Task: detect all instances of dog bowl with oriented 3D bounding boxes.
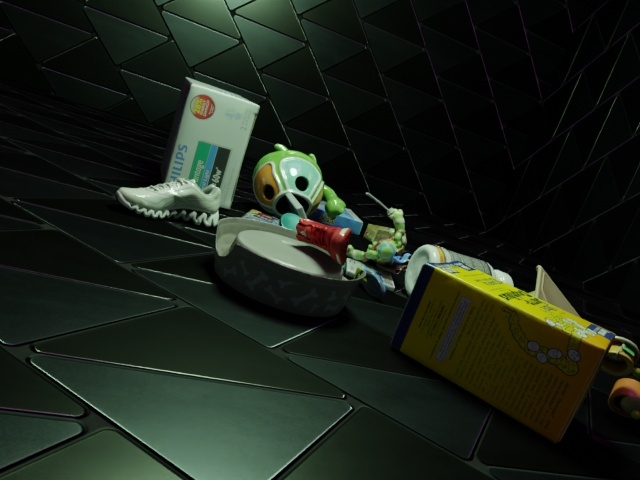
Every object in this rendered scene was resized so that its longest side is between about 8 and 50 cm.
[{"bbox_3d":[-0.078,0.058,1.267,0.349,0.102,0.349,20,12,-4],"label":"dog bowl"}]

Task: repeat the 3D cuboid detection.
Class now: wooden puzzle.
[{"bbox_3d":[0.667,0.210,1.596,0.221,0.044,0.238,50,32,-10],"label":"wooden puzzle"}]

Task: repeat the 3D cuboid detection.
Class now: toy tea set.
[{"bbox_3d":[0.562,0.282,1.230,0.336,0.200,0.124,24,46,18],"label":"toy tea set"}]

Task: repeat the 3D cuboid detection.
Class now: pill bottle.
[{"bbox_3d":[0.396,0.121,1.612,0.279,0.162,0.162,16,12,-17],"label":"pill bottle"}]

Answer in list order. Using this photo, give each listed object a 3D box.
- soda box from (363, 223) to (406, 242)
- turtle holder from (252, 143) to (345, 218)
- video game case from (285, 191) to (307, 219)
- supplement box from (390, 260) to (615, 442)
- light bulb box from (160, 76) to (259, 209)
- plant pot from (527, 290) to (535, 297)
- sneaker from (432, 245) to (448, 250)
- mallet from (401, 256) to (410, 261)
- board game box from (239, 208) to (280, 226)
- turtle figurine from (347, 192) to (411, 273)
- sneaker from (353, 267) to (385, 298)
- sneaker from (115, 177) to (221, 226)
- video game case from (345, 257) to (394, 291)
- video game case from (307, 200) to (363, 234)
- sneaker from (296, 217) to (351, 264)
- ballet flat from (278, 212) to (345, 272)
[{"bbox_3d":[0.257,-0.019,2.254,0.181,0.061,0.058,8,18,-44],"label":"soda box"},{"bbox_3d":[-0.091,-0.166,2.023,0.320,0.243,0.227,46,19,-36],"label":"turtle holder"},{"bbox_3d":[-0.051,-0.042,1.661,0.022,0.173,0.190,-23,21,-5],"label":"video game case"},{"bbox_3d":[0.359,0.198,1.126,0.357,0.195,0.194,27,14,29],"label":"supplement box"},{"bbox_3d":[-0.385,-0.334,1.899,0.225,0.357,0.361,13,14,-21],"label":"light bulb box"},{"bbox_3d":[0.608,0.217,1.661,0.095,0.134,0.134,-13,-15,43],"label":"plant pot"},{"bbox_3d":[0.517,0.092,2.167,0.234,0.078,0.106,30,9,35],"label":"sneaker"},{"bbox_3d":[0.296,0.065,2.020,0.190,0.039,0.062,18,11,8],"label":"mallet"},{"bbox_3d":[-0.132,-0.019,1.624,0.194,0.060,0.194,21,12,1],"label":"board game box"},{"bbox_3d":[0.171,-0.021,1.751,0.275,0.197,0.266,24,2,12],"label":"turtle figurine"},{"bbox_3d":[0.143,0.112,1.504,0.059,0.053,0.144,17,13,-26],"label":"sneaker"},{"bbox_3d":[-0.394,-0.116,1.494,0.292,0.118,0.110,7,19,-42],"label":"sneaker"},{"bbox_3d":[0.142,0.098,1.648,0.143,0.019,0.157,20,11,-1],"label":"video game case"},{"bbox_3d":[0.016,-0.115,2.293,0.270,0.061,0.244,17,11,-14],"label":"video game case"},{"bbox_3d":[0.000,0.000,1.262,0.128,0.087,0.221,12,-1,3],"label":"sneaker"},{"bbox_3d":[-0.028,0.026,1.510,0.083,0.087,0.247,-33,56,-24],"label":"ballet flat"}]
